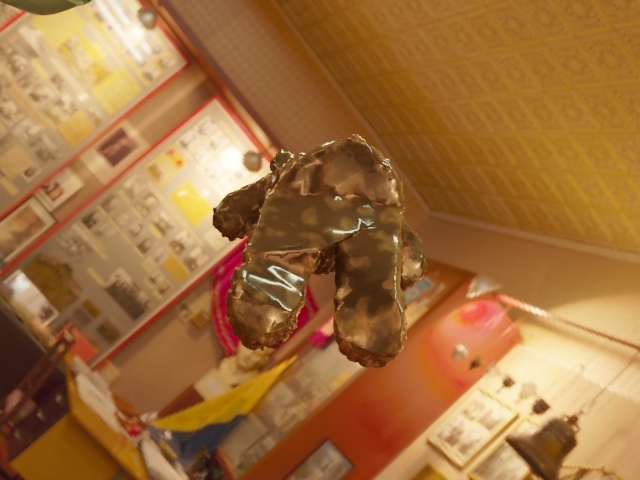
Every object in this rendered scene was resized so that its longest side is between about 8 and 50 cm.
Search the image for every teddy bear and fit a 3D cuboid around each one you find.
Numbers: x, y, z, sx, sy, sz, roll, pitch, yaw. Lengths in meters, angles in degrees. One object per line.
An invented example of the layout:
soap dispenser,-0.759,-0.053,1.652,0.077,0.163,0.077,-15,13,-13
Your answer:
teddy bear,-0.002,0.010,0.924,0.246,0.296,0.222,12,-26,-2

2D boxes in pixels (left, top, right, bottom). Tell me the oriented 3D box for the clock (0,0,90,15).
clock,-0.188,-0.323,0.606,0.094,0.224,0.274,0,68,-78
